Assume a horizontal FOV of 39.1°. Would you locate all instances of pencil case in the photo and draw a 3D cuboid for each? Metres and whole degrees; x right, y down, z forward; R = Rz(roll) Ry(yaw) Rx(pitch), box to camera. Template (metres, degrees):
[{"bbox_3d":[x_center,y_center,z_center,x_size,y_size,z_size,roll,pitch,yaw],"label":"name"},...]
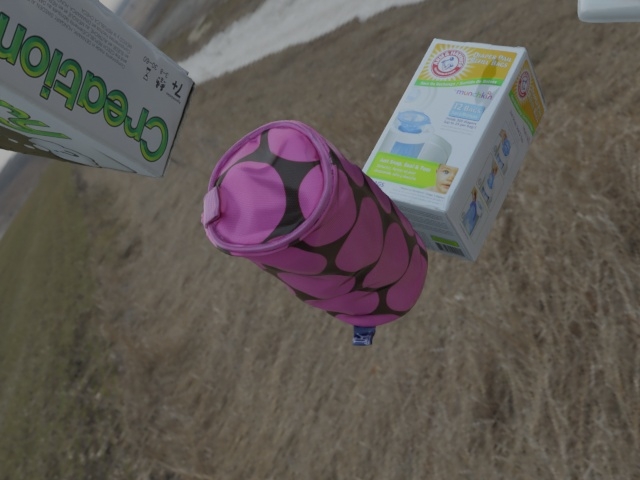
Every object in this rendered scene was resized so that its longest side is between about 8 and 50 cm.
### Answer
[{"bbox_3d":[0.000,0.000,0.586,0.098,0.209,0.095,-8,68,20],"label":"pencil case"}]

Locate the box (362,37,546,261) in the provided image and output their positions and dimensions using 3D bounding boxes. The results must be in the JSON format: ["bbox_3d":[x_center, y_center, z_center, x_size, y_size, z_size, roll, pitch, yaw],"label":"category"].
[{"bbox_3d":[0.140,-0.098,0.941,0.114,0.103,0.203,16,69,35],"label":"box"}]

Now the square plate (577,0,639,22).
[{"bbox_3d":[0.518,-0.481,1.272,0.347,0.049,0.344,15,113,44],"label":"square plate"}]

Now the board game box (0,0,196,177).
[{"bbox_3d":[-0.204,-0.105,0.297,0.192,0.305,0.053,11,79,29],"label":"board game box"}]
